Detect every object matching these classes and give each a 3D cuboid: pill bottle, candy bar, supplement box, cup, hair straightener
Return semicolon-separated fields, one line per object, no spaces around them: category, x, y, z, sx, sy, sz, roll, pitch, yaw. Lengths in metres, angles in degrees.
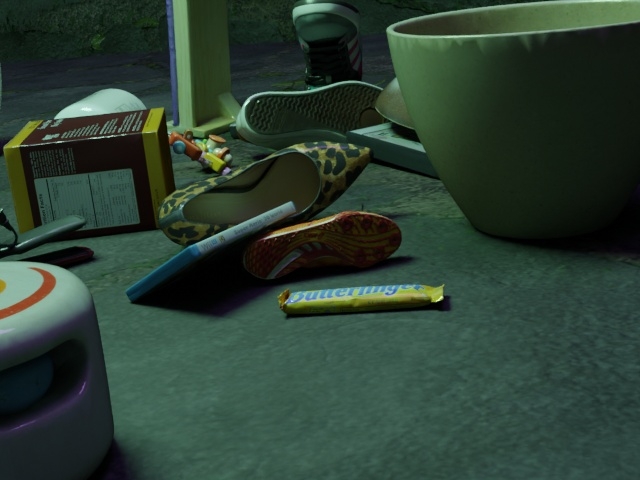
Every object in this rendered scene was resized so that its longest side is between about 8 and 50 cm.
pill bottle;-0.357;-0.159;1.559;0.131;0.131;0.229;-3;17;7
candy bar;0.037;0.055;0.936;0.161;0.018;0.040;-3;17;6
supplement box;-0.303;-0.093;1.333;0.194;0.129;0.191;-7;17;-4
cup;0.248;-0.137;1.116;0.331;0.237;0.331;-5;17;1
hair straightener;-0.373;0.004;1.113;0.230;0.089;0.047;-16;22;-29

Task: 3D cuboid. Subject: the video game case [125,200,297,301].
video game case;-0.113;0.010;1.038;0.119;0.015;0.166;-31;-2;40

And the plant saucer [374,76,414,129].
plant saucer;0.240;-0.223;1.522;0.310;0.050;0.310;2;23;-1

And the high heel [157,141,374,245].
high heel;-0.056;-0.057;1.137;0.261;0.093;0.186;-21;1;0

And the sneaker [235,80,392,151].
sneaker;0.001;-0.198;1.621;0.290;0.106;0.123;1;-9;-17

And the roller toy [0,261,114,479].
roller toy;-0.246;0.095;0.683;0.191;0.146;0.209;-7;17;-5

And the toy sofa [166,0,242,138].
toy sofa;-0.248;-0.384;1.863;0.177;0.363;0.150;13;25;31

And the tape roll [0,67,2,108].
tape roll;-0.671;-0.298;1.681;0.072;0.392;0.392;-3;17;11

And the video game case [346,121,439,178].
video game case;0.216;-0.152;1.498;0.248;0.035;0.275;-16;22;-30

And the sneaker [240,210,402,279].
sneaker;0.000;0.000;1.053;0.175;0.064;0.067;-6;10;-8

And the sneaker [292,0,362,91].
sneaker;0.014;-0.283;1.668;0.123;0.178;0.295;-3;-9;11

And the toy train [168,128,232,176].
toy train;-0.186;-0.148;1.511;0.125;0.046;0.166;32;6;-15

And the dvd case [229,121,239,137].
dvd case;-0.027;-0.226;1.840;0.238;0.030;0.179;0;18;17
